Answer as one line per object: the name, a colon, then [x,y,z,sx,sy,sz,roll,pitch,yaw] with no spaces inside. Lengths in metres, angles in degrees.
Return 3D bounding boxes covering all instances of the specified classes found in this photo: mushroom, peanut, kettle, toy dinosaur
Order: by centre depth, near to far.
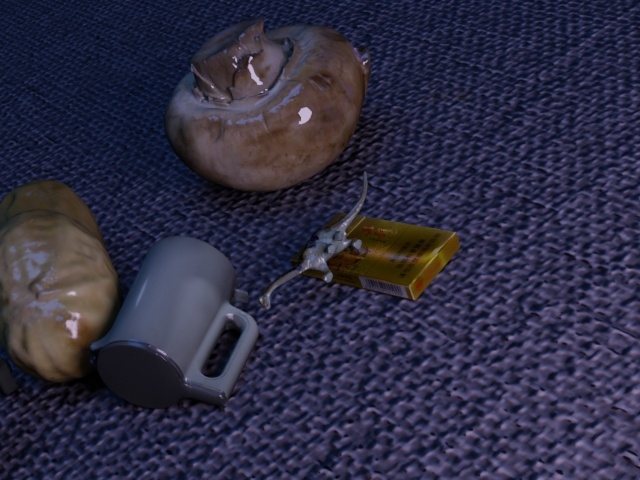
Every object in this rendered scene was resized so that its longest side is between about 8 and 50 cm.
kettle: [-0.137,0.086,1.114,0.098,0.127,0.148,-38,21,39]
toy dinosaur: [0.010,0.004,1.145,0.058,0.037,0.180,21,54,40]
peanut: [-0.284,0.026,1.215,0.147,0.148,0.319,-23,32,-3]
mushroom: [-0.058,-0.167,1.349,0.254,0.184,0.255,-26,22,12]

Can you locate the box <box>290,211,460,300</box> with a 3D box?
box: [0.053,0.013,1.163,0.156,0.022,0.089,13,45,41]

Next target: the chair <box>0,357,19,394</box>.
chair: [-0.432,0.122,1.131,0.203,0.191,0.275,-34,63,-19]
